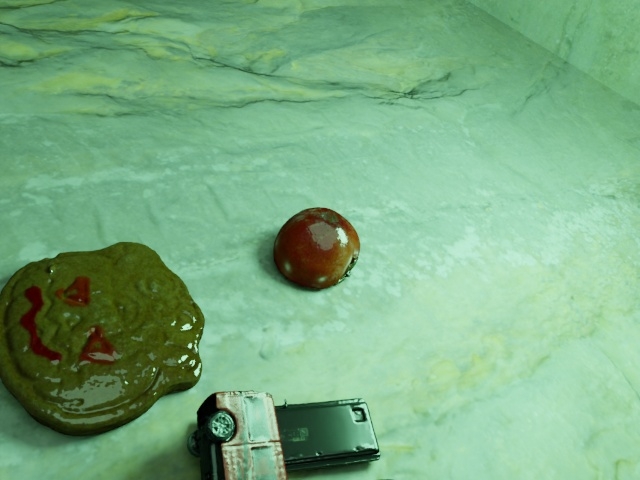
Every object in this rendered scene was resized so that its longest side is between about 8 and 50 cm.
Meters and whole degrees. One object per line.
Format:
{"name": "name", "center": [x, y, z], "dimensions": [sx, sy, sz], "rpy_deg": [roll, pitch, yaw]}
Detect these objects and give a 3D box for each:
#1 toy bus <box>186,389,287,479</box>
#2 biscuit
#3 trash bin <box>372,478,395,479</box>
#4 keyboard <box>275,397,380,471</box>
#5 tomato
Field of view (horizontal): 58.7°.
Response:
{"name": "toy bus", "center": [-0.087, 0.267, 0.620], "dimensions": [0.089, 0.081, 0.195], "rpy_deg": [5, 56, -29]}
{"name": "biscuit", "center": [-0.284, 0.113, 0.744], "dimensions": [0.257, 0.049, 0.273], "rpy_deg": [-15, 55, -33]}
{"name": "trash bin", "center": [0.088, 0.365, 0.513], "dimensions": [0.290, 0.210, 0.182], "rpy_deg": [36, 33, 8]}
{"name": "keyboard", "center": [-0.038, 0.246, 0.719], "dimensions": [0.230, 0.025, 0.094], "rpy_deg": [1, 48, -19]}
{"name": "tomato", "center": [0.000, 0.000, 0.938], "dimensions": [0.139, 0.091, 0.159], "rpy_deg": [33, 46, 14]}
